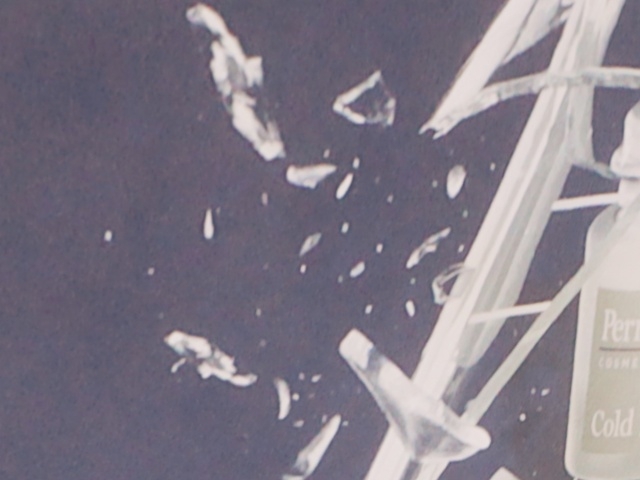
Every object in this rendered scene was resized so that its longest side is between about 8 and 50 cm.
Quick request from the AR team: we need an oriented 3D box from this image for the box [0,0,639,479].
[{"bbox_3d":[0.000,0.000,0.662,0.480,0.297,0.471,-5,117,-28],"label":"box"}]
